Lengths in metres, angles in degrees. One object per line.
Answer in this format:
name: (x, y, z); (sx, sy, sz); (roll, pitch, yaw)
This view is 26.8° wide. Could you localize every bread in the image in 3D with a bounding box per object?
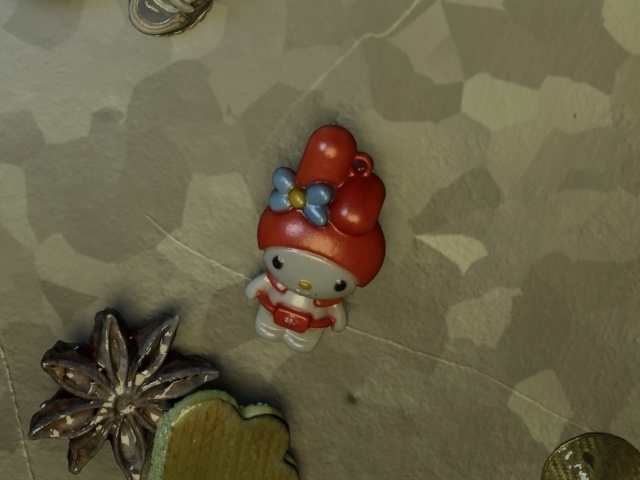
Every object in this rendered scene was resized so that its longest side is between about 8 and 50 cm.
bread: (-0.124, 0.310, 1.711); (0.207, 0.056, 0.286); (5, 117, -26)

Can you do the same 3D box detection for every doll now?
doll: (0.000, 0.000, 1.623); (0.161, 0.130, 0.290); (22, 118, 2)

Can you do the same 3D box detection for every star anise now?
star anise: (-0.256, 0.186, 1.690); (0.236, 0.109, 0.223); (-35, 121, -6)

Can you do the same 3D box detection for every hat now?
hat: (0.359, 0.327, 1.725); (0.146, 0.067, 0.146); (0, 103, 1)

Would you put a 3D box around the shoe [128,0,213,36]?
shoe: (-0.154, -0.307, 1.572); (0.180, 0.092, 0.089); (-44, 99, 11)
